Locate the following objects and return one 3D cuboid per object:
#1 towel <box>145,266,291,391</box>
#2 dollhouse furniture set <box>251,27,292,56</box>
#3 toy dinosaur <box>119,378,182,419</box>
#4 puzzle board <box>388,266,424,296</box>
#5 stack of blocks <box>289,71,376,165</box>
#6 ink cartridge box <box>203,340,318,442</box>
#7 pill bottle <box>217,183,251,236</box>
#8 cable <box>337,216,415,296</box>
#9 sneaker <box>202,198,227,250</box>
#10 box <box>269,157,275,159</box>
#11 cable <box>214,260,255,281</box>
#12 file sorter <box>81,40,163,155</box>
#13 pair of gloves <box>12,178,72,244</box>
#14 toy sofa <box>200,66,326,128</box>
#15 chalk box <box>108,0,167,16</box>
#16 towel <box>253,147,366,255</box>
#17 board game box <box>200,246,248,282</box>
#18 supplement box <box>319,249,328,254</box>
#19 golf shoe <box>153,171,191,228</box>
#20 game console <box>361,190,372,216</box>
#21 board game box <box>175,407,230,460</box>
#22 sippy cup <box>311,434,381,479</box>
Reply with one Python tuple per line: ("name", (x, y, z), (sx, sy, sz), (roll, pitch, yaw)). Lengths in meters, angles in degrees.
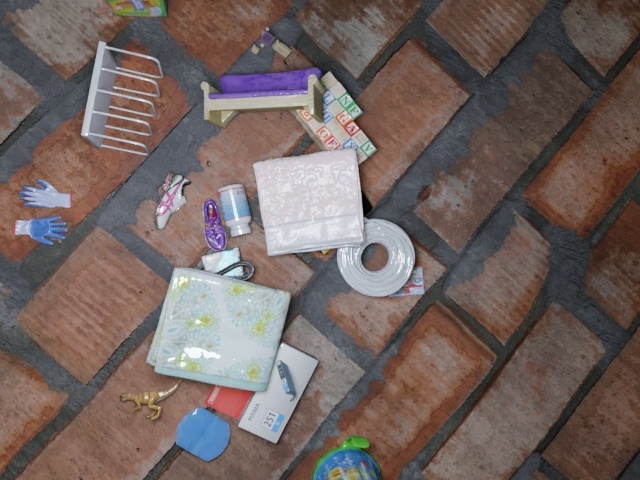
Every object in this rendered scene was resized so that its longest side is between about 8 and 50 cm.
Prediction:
("towel", (-0.303, 0.270, 1.606), (0.375, 0.090, 0.320), (15, 90, -15))
("dollhouse furniture set", (-0.160, -0.653, 1.774), (0.114, 0.091, 0.081), (27, 41, -29))
("toy dinosaur", (-0.519, 0.493, 1.650), (0.212, 0.064, 0.112), (-9, 88, -10))
("puzzle board", (0.294, 0.142, 1.821), (0.128, 0.011, 0.096), (-4, 89, -10))
("stack of blocks", (0.053, -0.383, 1.760), (0.171, 0.087, 0.297), (-40, 95, -8))
("ink cartridge box", (-0.191, 0.458, 1.704), (0.261, 0.066, 0.296), (28, 84, -8))
("pill bottle", (-0.272, -0.096, 1.697), (0.087, 0.087, 0.160), (-13, 90, -10))
("cable", (0.181, 0.056, 1.763), (0.257, 0.089, 0.256), (12, 88, -5))
("sneaker", (-0.345, -0.048, 1.692), (0.069, 0.071, 0.169), (-15, 91, -10))
("box", (-0.117, -0.212, 1.757), (0.136, 0.028, 0.081), (20, 85, -6))
("cable", (-0.351, 0.135, 1.680), (0.287, 0.072, 0.139), (-32, 74, -13))
("file sorter", (-0.589, -0.416, 1.605), (0.173, 0.193, 0.277), (10, 87, -11))
("pair of gloves", (-0.855, -0.088, 1.634), (0.160, 0.023, 0.198), (7, 88, -9))
("toy sofa", (-0.173, -0.453, 1.634), (0.363, 0.150, 0.176), (0, 92, 12))
("chalk box", (-0.546, -0.786, 1.652), (0.213, 0.132, 0.131), (-2, 88, -8))
("towel", (-0.033, -0.121, 1.694), (0.332, 0.053, 0.316), (-8, 89, 4))
("board game box", (-0.303, 0.124, 1.716), (0.126, 0.026, 0.186), (-16, 91, -10))
("supplement box", (0.000, 0.000, 1.761), (0.055, 0.043, 0.083), (-43, 96, -8))
("golf shoe", (-0.471, -0.120, 1.675), (0.086, 0.067, 0.185), (18, 85, -10))
("game console", (0.097, -0.118, 1.797), (0.122, 0.071, 0.107), (-42, 65, -9))
("board game box", (-0.373, 0.612, 1.687), (0.169, 0.033, 0.133), (35, 78, -12))
("sippy cup", (0.102, 0.796, 1.661), (0.240, 0.224, 0.305), (-28, 92, -10))
